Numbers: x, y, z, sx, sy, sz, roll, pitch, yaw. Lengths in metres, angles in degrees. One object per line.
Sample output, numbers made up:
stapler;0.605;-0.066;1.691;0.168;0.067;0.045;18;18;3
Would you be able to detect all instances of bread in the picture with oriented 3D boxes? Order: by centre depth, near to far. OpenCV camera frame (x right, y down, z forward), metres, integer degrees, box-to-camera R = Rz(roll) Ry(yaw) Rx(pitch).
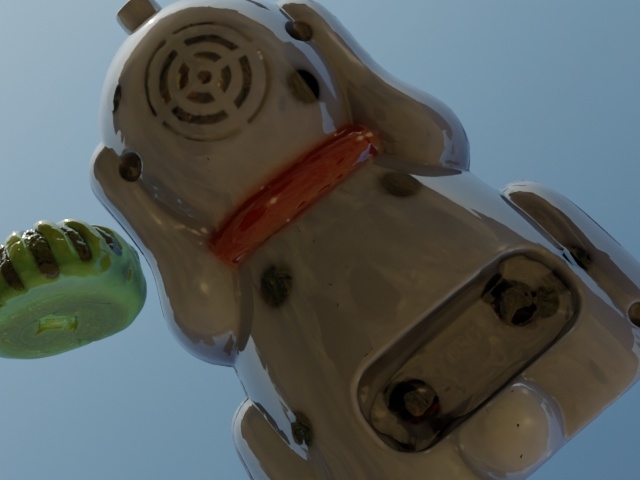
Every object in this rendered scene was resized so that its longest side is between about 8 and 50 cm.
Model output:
bread;-0.202;0.035;1.325;0.139;0.130;0.071;-30;-121;15

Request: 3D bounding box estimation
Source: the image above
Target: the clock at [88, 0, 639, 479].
clock;0.002;0.003;0.728;0.189;0.189;0.254;-43;-102;3
